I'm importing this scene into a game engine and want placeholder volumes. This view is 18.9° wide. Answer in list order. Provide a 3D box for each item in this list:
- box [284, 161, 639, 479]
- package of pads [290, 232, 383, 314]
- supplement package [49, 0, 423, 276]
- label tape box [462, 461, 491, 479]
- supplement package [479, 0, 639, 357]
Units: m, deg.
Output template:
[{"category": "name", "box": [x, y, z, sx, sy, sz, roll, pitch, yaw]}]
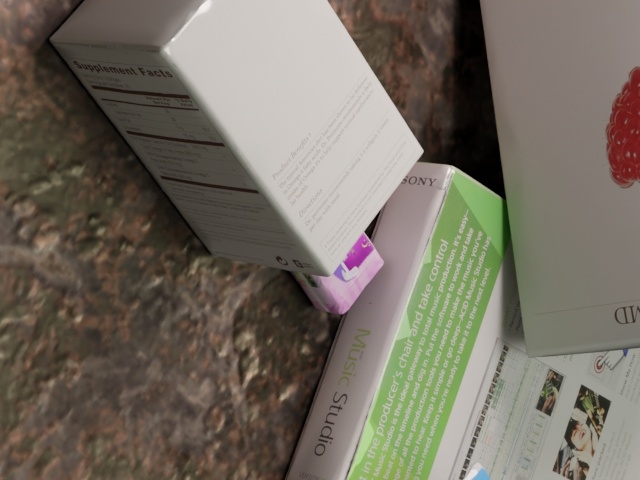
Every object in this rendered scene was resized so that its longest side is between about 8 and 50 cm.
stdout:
[{"category": "box", "box": [0.131, 0.113, 1.304, 0.322, 0.058, 0.232, 30, 75, -43]}, {"category": "package of pads", "box": [0.000, 0.000, 1.180, 0.050, 0.032, 0.083, -52, 127, -24]}, {"category": "supplement package", "box": [-0.044, -0.080, 1.077, 0.105, 0.105, 0.179, -52, 127, -24]}, {"category": "label tape box", "box": [-0.002, 0.324, 1.149, 0.348, 0.115, 0.249, -39, 116, -30]}, {"category": "supplement package", "box": [0.232, -0.081, 1.239, 0.175, 0.178, 0.292, -3, 83, -47]}]
